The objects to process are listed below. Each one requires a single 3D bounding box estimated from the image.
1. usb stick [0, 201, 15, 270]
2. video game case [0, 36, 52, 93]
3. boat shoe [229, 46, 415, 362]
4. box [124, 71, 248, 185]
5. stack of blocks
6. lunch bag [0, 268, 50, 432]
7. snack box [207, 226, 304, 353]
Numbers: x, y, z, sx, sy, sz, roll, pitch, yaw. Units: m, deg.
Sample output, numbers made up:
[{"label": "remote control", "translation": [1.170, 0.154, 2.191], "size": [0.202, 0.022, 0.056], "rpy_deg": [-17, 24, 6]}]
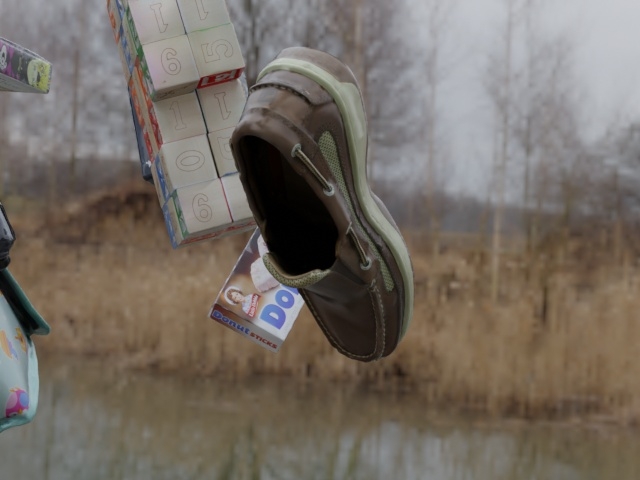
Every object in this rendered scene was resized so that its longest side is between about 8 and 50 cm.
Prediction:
[{"label": "usb stick", "translation": [-0.287, -0.099, 0.998], "size": [0.077, 0.278, 0.045], "rpy_deg": [-21, -9, -24]}, {"label": "video game case", "translation": [-0.428, -0.193, 1.570], "size": [0.232, 0.042, 0.210], "rpy_deg": [4, -2, 8]}, {"label": "boat shoe", "translation": [-0.007, -0.001, 0.997], "size": [0.095, 0.257, 0.095], "rpy_deg": [7, 45, 31]}, {"label": "box", "translation": [-0.135, -0.129, 1.601], "size": [0.093, 0.156, 0.158], "rpy_deg": [-16, -17, 13]}, {"label": "stack of blocks", "translation": [-0.127, -0.152, 1.382], "size": [0.087, 0.297, 0.171], "rpy_deg": [-15, -4, -12]}, {"label": "lunch bag", "translation": [-0.376, 0.060, 1.427], "size": [0.160, 0.223, 0.262], "rpy_deg": [-27, 23, 6]}, {"label": "snack box", "translation": [-0.032, 0.017, 1.230], "size": [0.064, 0.022, 0.178], "rpy_deg": [29, 42, -2]}]
